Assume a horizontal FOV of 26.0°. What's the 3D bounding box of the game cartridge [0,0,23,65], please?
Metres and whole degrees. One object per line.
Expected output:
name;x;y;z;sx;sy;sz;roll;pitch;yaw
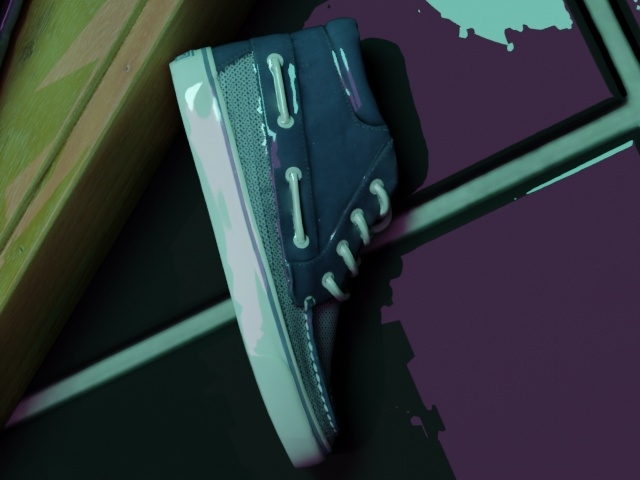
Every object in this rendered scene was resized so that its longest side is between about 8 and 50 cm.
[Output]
game cartridge;-0.196;-0.205;0.606;0.196;0.060;0.294;22;95;15

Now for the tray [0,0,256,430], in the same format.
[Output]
tray;-0.145;-0.127;0.651;0.203;0.076;0.411;34;99;17

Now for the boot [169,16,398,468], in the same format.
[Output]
boot;0.000;0.000;0.603;0.086;0.069;0.190;-16;95;-1
